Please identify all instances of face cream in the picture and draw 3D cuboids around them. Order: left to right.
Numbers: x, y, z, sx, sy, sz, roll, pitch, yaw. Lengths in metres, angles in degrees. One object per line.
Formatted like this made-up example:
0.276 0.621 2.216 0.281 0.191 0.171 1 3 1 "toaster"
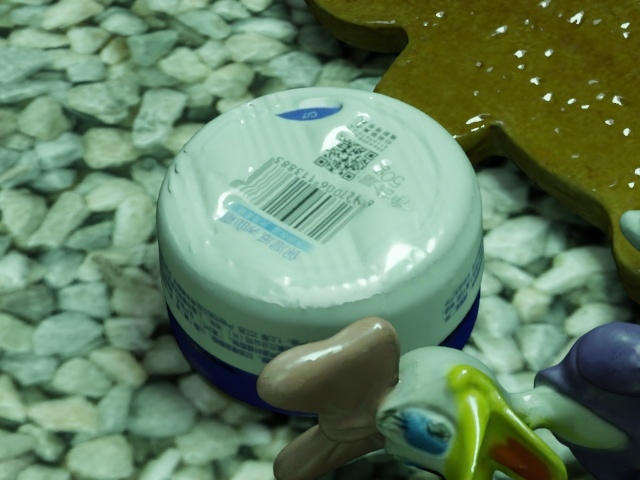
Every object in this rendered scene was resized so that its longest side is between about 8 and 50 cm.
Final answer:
0.000 0.000 1.208 0.206 0.111 0.206 -2 45 2 "face cream"

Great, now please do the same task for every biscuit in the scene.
0.161 -0.128 1.347 0.432 0.064 0.283 32 66 28 "biscuit"

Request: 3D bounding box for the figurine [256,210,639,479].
0.179 0.070 1.101 0.421 0.154 0.193 -22 58 -10 "figurine"
